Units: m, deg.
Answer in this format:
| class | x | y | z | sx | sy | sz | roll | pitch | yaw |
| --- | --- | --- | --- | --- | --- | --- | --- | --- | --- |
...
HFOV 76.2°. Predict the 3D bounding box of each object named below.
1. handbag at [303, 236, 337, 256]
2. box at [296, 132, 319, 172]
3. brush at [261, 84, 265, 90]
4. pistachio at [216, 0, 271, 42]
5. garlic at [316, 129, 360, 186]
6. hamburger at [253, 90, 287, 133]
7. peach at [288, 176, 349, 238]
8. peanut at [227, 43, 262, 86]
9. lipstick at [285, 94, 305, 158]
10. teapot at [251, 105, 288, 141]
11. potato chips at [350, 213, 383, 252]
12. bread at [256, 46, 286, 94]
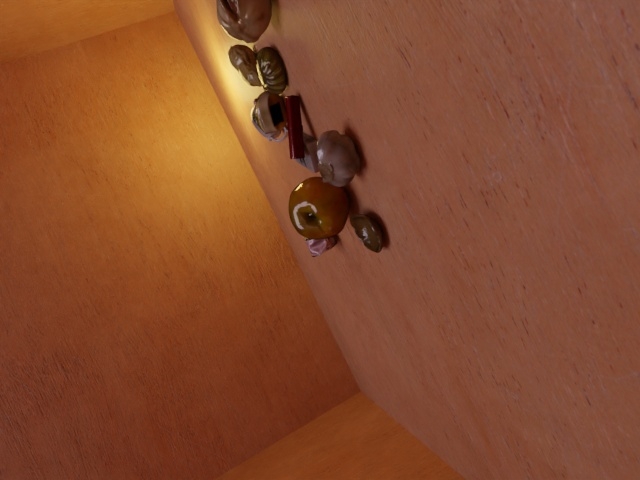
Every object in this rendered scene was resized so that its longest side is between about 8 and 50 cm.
| class | x | y | z | sx | sy | sz | roll | pitch | yaw |
| --- | --- | --- | --- | --- | --- | --- | --- | --- | --- |
| handbag | -0.001 | -0.001 | 2.308 | 0.116 | 0.179 | 0.205 | 59 | 169 | -11 |
| box | -0.069 | -0.434 | 1.991 | 0.233 | 0.067 | 0.149 | 43 | 152 | 54 |
| brush | -0.266 | -0.786 | 2.066 | 0.190 | 0.027 | 0.034 | -84 | -28 | -65 |
| pistachio | -0.310 | -0.961 | 1.622 | 0.238 | 0.229 | 0.321 | -66 | -32 | -63 |
| garlic | 0.081 | -0.310 | 1.533 | 0.143 | 0.178 | 0.229 | 7 | 148 | 38 |
| hamburger | -0.258 | -0.655 | 2.087 | 0.116 | 0.173 | 0.210 | 17 | 138 | 38 |
| peach | -0.005 | -0.158 | 1.860 | 0.289 | 0.289 | 0.308 | 68 | -155 | -18 |
| peanut | -0.380 | -0.915 | 2.139 | 0.305 | 0.147 | 0.147 | 58 | 165 | 18 |
| lipstick | -0.116 | -0.513 | 1.857 | 0.073 | 0.073 | 0.279 | -156 | 60 | -70 |
| teapot | -0.287 | -0.658 | 2.268 | 0.298 | 0.139 | 0.204 | 58 | -168 | 14 |
| potato chips | 0.205 | -0.041 | 1.693 | 0.195 | 0.062 | 0.208 | 54 | 163 | 17 |
| bread | -0.234 | -0.783 | 1.900 | 0.213 | 0.105 | 0.213 | 54 | 162 | 26 |
